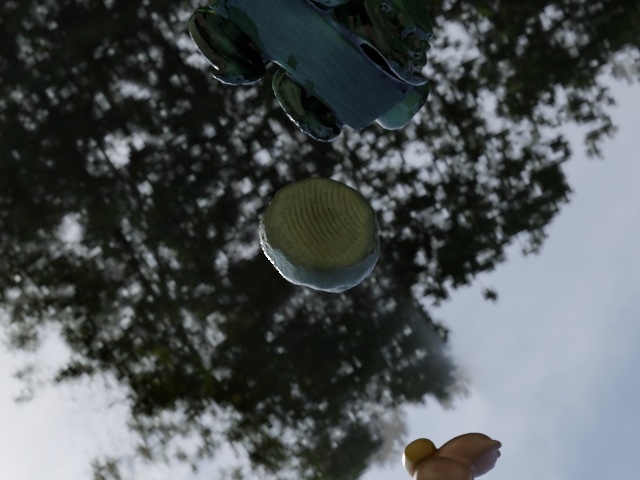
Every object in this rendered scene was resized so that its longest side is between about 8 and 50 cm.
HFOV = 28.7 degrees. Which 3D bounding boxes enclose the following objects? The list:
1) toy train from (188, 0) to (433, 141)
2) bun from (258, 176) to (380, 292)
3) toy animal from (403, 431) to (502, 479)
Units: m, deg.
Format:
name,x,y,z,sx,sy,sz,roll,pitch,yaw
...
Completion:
name,x,y,z,sx,sy,sz,roll,pitch,yaw
toy train,-0.015,-0.242,1.286,0.167,0.299,0.238,-36,-142,26
bun,0.000,0.000,1.970,0.196,0.118,0.195,6,-128,-8
toy animal,0.150,0.267,1.388,0.114,0.091,0.082,-10,-144,0
